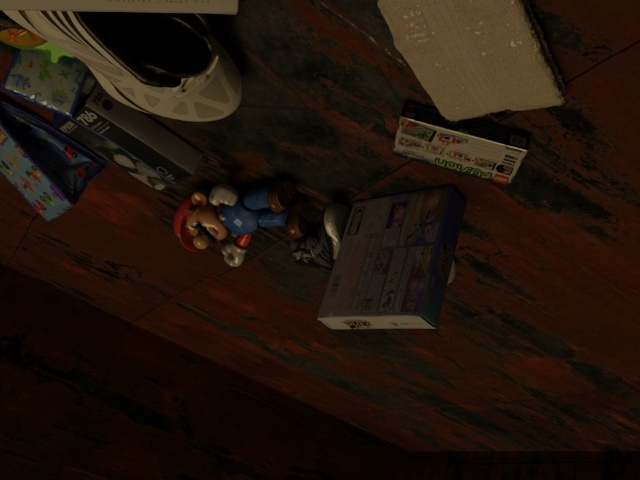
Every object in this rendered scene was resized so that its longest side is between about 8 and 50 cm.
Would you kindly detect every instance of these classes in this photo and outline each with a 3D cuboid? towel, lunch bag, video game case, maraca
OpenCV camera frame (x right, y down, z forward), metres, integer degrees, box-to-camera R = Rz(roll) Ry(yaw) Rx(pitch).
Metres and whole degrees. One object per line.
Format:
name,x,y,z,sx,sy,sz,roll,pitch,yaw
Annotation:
towel,0.205,-0.264,0.966,0.187,0.049,0.282,-1,148,37
lunch bag,-0.675,-0.196,1.638,0.293,0.138,0.221,41,150,-22
video game case,0.135,0.037,1.354,0.244,0.270,0.061,-8,145,44
maraca,-0.471,-0.365,1.158,0.185,0.099,0.127,29,118,-14
lunch bag,-0.457,-0.294,1.241,0.128,0.151,0.096,21,154,-7

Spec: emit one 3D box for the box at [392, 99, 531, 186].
box,0.226,-0.157,1.176,0.206,0.036,0.114,16,155,5

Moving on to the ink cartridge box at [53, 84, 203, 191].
ink cartridge box,-0.418,-0.223,1.461,0.332,0.065,0.165,35,151,-27

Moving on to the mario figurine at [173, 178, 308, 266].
mario figurine,-0.192,-0.029,1.548,0.320,0.170,0.198,-8,100,32

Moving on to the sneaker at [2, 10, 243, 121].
sneaker,-0.208,-0.235,0.980,0.257,0.169,0.447,36,-173,32

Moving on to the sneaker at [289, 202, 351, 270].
sneaker,0.000,0.000,1.567,0.153,0.101,0.269,8,155,16

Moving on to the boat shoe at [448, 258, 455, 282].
boat shoe,0.220,0.030,1.528,0.184,0.066,0.063,35,164,-35

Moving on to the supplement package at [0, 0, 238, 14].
supplement package,-0.222,-0.362,0.715,0.262,0.198,0.199,-5,134,-17

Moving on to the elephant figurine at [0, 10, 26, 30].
elephant figurine,-0.461,-0.365,0.981,0.185,0.170,0.239,-21,-171,1
